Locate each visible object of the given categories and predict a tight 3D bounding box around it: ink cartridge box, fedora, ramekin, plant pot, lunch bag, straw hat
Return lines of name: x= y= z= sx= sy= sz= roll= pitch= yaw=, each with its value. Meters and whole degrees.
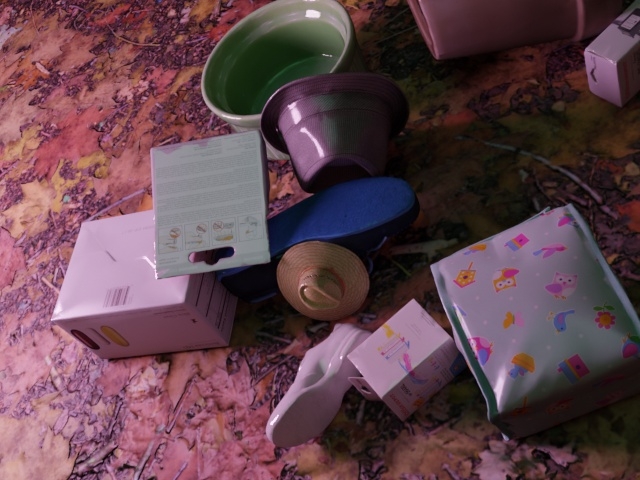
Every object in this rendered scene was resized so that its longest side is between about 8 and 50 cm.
ink cartridge box: x=-0.173 y=-0.053 z=1.370 sx=0.189 sy=0.066 sz=0.232 roll=-9 pitch=72 yaw=6
fedora: x=0.028 y=-0.151 z=1.381 sx=0.243 sy=0.275 sz=0.124 roll=-4 pitch=74 yaw=-6
ramekin: x=-0.053 y=-0.294 z=1.586 sx=0.303 sy=0.148 sz=0.303 roll=-15 pitch=51 yaw=19
plant pot: x=0.279 y=-0.434 z=1.372 sx=0.280 sy=0.323 sz=0.323 roll=-22 pitch=49 yaw=6
ink cartridge box: x=0.115 y=0.173 z=1.191 sx=0.143 sy=0.092 sz=0.090 roll=-41 pitch=48 yaw=-2
lunch bag: x=0.281 y=0.094 z=1.114 sx=0.223 sy=0.160 sz=0.262 roll=-26 pitch=54 yaw=11
ink cartridge box: x=0.483 y=-0.295 z=1.317 sx=0.150 sy=0.109 sz=0.063 roll=-44 pitch=53 yaw=-6
straw hat: x=0.000 y=0.075 z=1.284 sx=0.144 sy=0.144 sz=0.061 roll=-21 pitch=20 yaw=14

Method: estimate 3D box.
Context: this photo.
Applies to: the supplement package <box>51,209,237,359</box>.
supplement package: x=-0.282 y=0.070 z=1.448 sx=0.261 sy=0.145 sz=0.204 roll=-9 pitch=52 yaw=23

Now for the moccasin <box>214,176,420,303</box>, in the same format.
moccasin: x=0.000 y=0.000 z=1.369 sx=0.342 sy=0.117 sz=0.138 roll=-18 pitch=43 yaw=15

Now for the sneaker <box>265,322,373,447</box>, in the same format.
sneaker: x=-0.011 y=0.208 z=1.258 sx=0.212 sy=0.080 sz=0.094 roll=-46 pitch=36 yaw=-17
